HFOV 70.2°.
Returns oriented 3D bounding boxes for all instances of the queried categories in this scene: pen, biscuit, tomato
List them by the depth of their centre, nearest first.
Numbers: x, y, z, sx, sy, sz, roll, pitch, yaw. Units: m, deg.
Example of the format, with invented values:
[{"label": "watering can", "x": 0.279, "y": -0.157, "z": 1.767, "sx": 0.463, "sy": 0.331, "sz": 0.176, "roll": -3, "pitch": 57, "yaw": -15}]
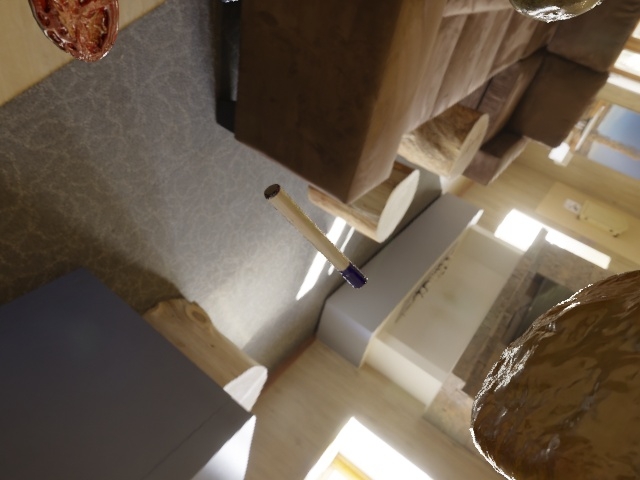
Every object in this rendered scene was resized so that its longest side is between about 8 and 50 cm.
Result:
[{"label": "biscuit", "x": 0.397, "y": 0.167, "z": 0.639, "sx": 0.429, "sy": 0.104, "sz": 0.446, "roll": -43, "pitch": 179, "yaw": -10}, {"label": "pen", "x": 0.000, "y": 0.000, "z": 0.761, "sx": 0.033, "sy": 0.033, "sz": 0.269, "roll": -54, "pitch": 129, "yaw": -12}, {"label": "tomato", "x": -0.481, "y": -0.456, "z": 0.900, "sx": 0.082, "sy": 0.167, "sz": 0.174, "roll": -97, "pitch": -154, "yaw": -48}]

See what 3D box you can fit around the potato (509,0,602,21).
[{"label": "potato", "x": 0.307, "y": -0.378, "z": 0.497, "sx": 0.262, "sy": 0.165, "sz": 0.165, "roll": -50, "pitch": 163, "yaw": 26}]
